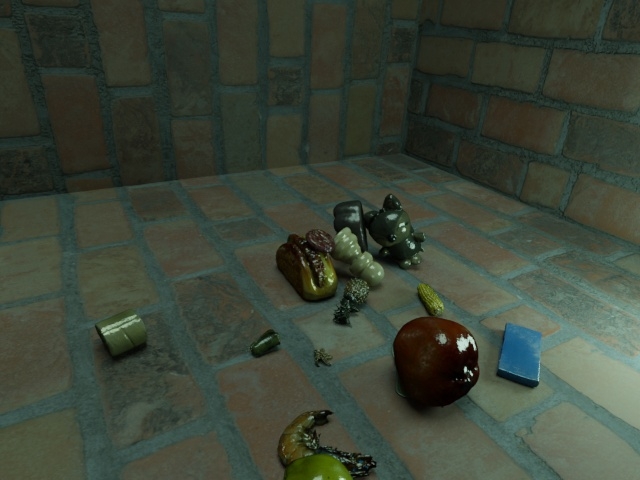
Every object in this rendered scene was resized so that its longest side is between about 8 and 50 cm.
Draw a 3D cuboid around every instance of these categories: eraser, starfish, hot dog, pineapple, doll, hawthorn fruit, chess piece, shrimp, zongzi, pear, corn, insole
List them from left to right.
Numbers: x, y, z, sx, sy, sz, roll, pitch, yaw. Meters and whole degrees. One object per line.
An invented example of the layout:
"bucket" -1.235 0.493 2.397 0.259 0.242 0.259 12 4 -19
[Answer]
"zongzi" -0.236 0.393 1.660 0.154 0.062 0.130 -26 15 -19
"hot dog" -0.067 0.095 2.055 0.185 0.222 0.405 -9 30 -27
"pear" -0.005 0.622 1.068 0.199 0.198 0.198 3 27 -1
"starfish" 0.007 0.433 1.609 0.078 0.028 0.091 -16 37 -37
"shrimp" 0.026 0.591 1.270 0.291 0.054 0.222 6 27 13
"pineapple" 0.126 0.268 1.881 0.125 0.125 0.251 14 39 19
"chess piece" 0.180 0.091 2.082 0.300 0.167 0.167 43 38 9
"doll" 0.376 -0.057 2.322 0.252 0.382 0.378 -33 15 2
"insole" 0.318 0.462 1.611 0.109 0.007 0.322 7 26 8
"corn" 0.493 0.262 1.955 0.072 0.071 0.203 -2 27 -10
"hawthorn fruit" 0.386 0.389 1.458 0.295 0.294 0.311 -5 38 -16
"eraser" 0.772 0.435 1.675 0.144 0.042 0.312 16 30 21

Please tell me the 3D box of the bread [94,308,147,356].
"bread" -0.731 0.339 1.595 0.141 0.133 0.148 -23 25 -34

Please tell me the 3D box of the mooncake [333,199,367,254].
"mooncake" 0.163 -0.060 2.298 0.155 0.305 0.306 -6 25 13

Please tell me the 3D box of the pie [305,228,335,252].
"pie" 0.000 0.000 1.977 0.155 0.036 0.154 20 32 -13
